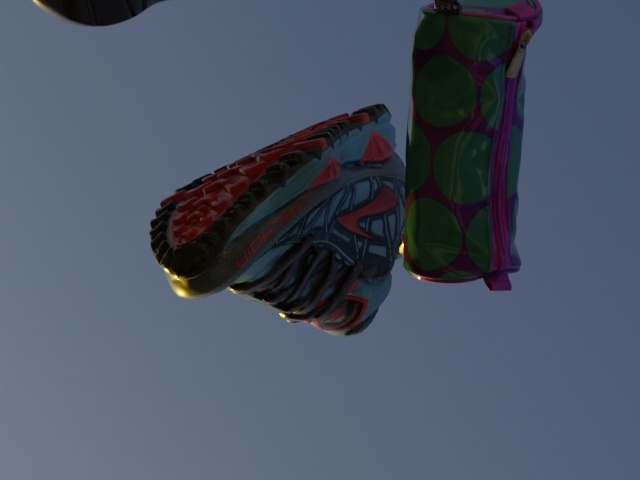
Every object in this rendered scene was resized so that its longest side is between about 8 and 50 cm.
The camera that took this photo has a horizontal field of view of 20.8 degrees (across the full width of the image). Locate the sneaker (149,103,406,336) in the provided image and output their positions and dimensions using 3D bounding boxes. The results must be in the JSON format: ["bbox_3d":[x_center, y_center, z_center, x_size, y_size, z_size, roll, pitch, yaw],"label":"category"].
[{"bbox_3d":[0.000,0.000,1.023,0.104,0.262,0.125,-21,-85,29],"label":"sneaker"}]

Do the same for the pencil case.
[{"bbox_3d":[0.080,-0.054,0.917,0.070,0.064,0.152,18,-70,50],"label":"pencil case"}]

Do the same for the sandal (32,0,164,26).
[{"bbox_3d":[-0.116,-0.166,0.936,0.060,0.219,0.090,10,-73,20],"label":"sandal"}]
